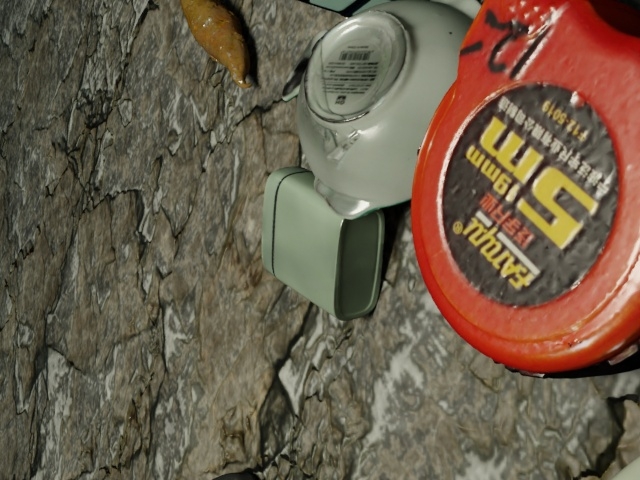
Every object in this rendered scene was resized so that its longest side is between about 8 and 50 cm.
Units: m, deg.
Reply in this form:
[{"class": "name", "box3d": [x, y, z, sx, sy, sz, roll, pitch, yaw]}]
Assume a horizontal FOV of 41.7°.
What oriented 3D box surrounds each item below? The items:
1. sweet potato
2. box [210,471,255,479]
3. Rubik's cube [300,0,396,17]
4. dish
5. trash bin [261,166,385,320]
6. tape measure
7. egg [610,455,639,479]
[{"class": "sweet potato", "box3d": [-0.125, -0.254, 1.040, 0.068, 0.060, 0.206, 81, 163, -50]}, {"class": "box", "box3d": [-0.121, 0.374, 0.933, 0.212, 0.042, 0.201, -37, 55, 41]}, {"class": "Rubik's cube", "box3d": [0.038, -0.311, 0.748, 0.162, 0.163, 0.161, -24, 65, 52]}, {"class": "dish", "box3d": [0.038, -0.138, 0.728, 0.246, 0.078, 0.224, 31, 91, 41]}, {"class": "trash bin", "box3d": [0.000, 0.000, 0.813, 0.130, 0.059, 0.116, 31, 125, 50]}, {"class": "tape measure", "box3d": [0.170, -0.038, 0.568, 0.253, 0.114, 0.260, 55, 129, 42]}, {"class": "egg", "box3d": [0.199, 0.215, 0.452, 0.151, 0.151, 0.209, -1, 82, 52]}]
